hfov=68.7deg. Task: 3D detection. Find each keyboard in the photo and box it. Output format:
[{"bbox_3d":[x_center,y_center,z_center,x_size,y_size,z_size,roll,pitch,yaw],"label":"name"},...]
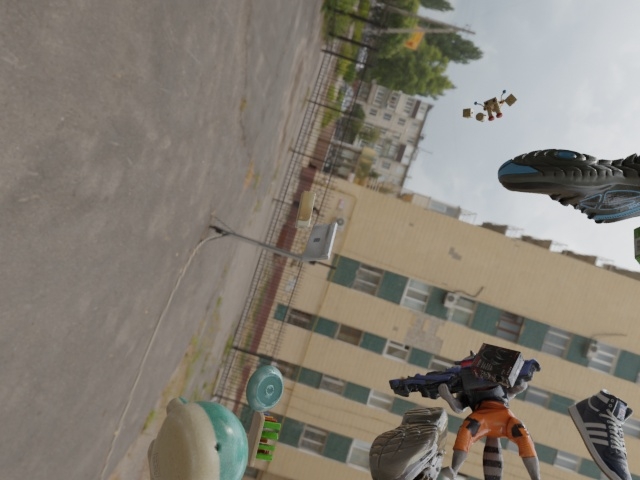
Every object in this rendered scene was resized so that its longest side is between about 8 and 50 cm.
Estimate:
[{"bbox_3d":[0.000,0.000,1.261,0.256,0.072,0.014,-73,152,-67],"label":"keyboard"}]

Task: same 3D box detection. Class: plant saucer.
[{"bbox_3d":[-0.138,0.388,1.218,0.021,0.119,0.120,-2,-116,48],"label":"plant saucer"}]

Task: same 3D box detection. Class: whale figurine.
[{"bbox_3d":[-0.232,0.398,0.867,0.272,0.141,0.217,-39,-121,43],"label":"whale figurine"}]

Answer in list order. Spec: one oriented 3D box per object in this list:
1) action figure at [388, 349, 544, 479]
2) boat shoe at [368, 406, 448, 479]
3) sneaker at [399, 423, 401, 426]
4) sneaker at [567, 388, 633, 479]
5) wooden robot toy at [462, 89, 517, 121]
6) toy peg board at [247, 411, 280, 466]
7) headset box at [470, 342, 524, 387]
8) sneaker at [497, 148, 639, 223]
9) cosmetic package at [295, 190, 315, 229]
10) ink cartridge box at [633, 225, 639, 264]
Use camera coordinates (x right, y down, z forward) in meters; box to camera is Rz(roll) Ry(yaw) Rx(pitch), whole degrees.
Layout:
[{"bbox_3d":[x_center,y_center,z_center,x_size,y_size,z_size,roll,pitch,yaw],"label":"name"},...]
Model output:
[{"bbox_3d":[0.334,0.395,1.065,0.330,0.340,0.179,-69,144,-53],"label":"action figure"},{"bbox_3d":[0.218,0.478,1.040,0.355,0.132,0.131,1,77,-59],"label":"boat shoe"},{"bbox_3d":[0.281,0.522,1.311,0.093,0.088,0.225,-57,152,-13],"label":"sneaker"},{"bbox_3d":[0.843,0.555,1.345,0.153,0.099,0.282,-47,-161,22],"label":"sneaker"},{"bbox_3d":[0.553,-0.419,1.506,0.079,0.173,0.076,-5,82,-52],"label":"wooden robot toy"},{"bbox_3d":[-0.200,0.684,1.640,0.160,0.079,0.162,163,-58,-76],"label":"toy peg board"},{"bbox_3d":[0.326,0.230,0.875,0.062,0.083,0.032,-47,125,-30],"label":"headset box"},{"bbox_3d":[0.514,-0.092,0.892,0.125,0.340,0.140,-66,157,-54],"label":"sneaker"},{"bbox_3d":[-0.050,-0.098,1.521,0.060,0.041,0.115,139,-37,-75],"label":"cosmetic package"},{"bbox_3d":[0.824,0.066,1.101,0.062,0.209,0.109,-31,-159,48],"label":"ink cartridge box"}]
